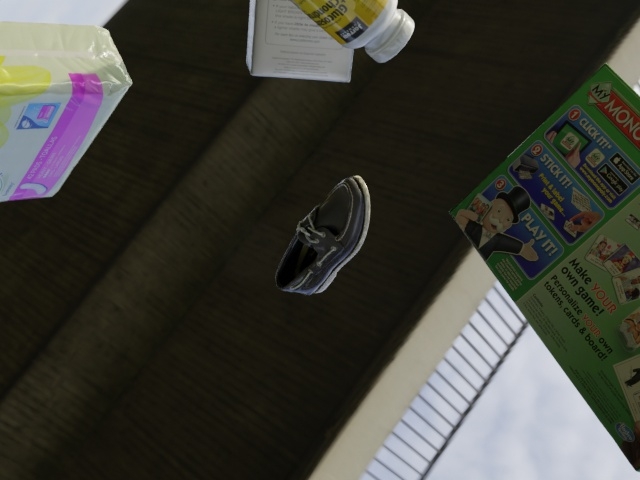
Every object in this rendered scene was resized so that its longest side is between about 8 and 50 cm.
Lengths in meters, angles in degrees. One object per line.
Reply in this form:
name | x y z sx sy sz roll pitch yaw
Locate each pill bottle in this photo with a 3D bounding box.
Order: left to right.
pill bottle | 0.035 -0.318 1.131 0.103 0.184 0.103 -39 -150 28

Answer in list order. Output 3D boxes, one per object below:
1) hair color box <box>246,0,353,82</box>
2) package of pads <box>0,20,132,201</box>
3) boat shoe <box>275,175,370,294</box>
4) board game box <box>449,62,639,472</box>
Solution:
hair color box | -0.023 -0.447 1.422 0.105 0.173 0.348 -113 -153 -65
package of pads | -0.381 -0.127 0.908 0.229 0.296 0.101 -41 -111 40
boat shoe | 0.000 0.000 1.095 0.075 0.064 0.206 64 -37 31
board game box | 0.277 0.015 0.777 0.213 0.046 0.317 -44 -130 19
